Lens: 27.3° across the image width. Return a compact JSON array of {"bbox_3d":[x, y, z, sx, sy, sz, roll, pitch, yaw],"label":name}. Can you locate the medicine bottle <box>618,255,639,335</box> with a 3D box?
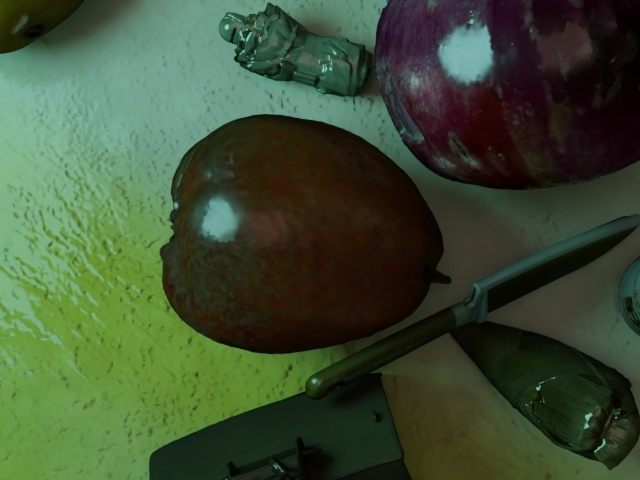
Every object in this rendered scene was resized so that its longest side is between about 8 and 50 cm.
[{"bbox_3d":[0.300,0.043,1.089,0.086,0.183,0.086,0,85,5],"label":"medicine bottle"}]

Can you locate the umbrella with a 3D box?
[{"bbox_3d":[-0.024,-0.170,1.191,0.143,0.062,0.067,22,119,-1],"label":"umbrella"}]

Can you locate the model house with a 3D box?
[{"bbox_3d":[-0.021,0.228,1.065,0.211,0.243,0.204,-20,84,2],"label":"model house"}]

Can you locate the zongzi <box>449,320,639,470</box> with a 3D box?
[{"bbox_3d":[0.182,0.116,1.104,0.176,0.160,0.078,30,92,4],"label":"zongzi"}]

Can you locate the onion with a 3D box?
[{"bbox_3d":[0.188,-0.152,1.065,0.256,0.230,0.272,-43,111,-13],"label":"onion"}]

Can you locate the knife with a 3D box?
[{"bbox_3d":[0.138,0.052,1.116,0.343,0.061,0.027,-24,64,-22],"label":"knife"}]

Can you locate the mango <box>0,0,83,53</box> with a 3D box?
[{"bbox_3d":[-0.274,-0.289,1.179,0.175,0.139,0.254,15,80,2],"label":"mango"}]

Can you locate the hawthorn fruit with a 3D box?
[{"bbox_3d":[0.000,0.000,1.115,0.262,0.210,0.210,9,86,-13],"label":"hawthorn fruit"}]
